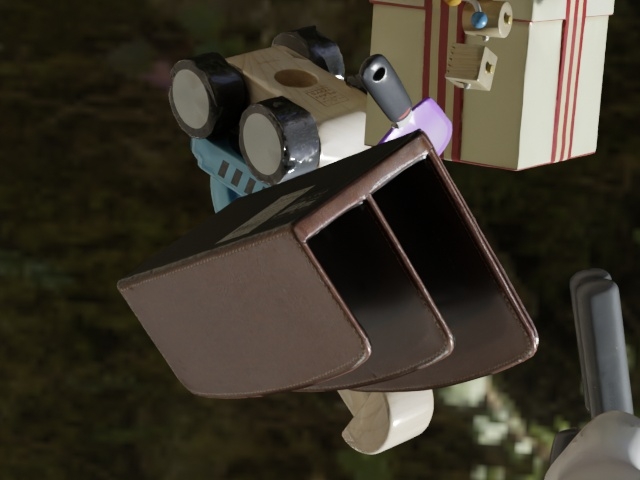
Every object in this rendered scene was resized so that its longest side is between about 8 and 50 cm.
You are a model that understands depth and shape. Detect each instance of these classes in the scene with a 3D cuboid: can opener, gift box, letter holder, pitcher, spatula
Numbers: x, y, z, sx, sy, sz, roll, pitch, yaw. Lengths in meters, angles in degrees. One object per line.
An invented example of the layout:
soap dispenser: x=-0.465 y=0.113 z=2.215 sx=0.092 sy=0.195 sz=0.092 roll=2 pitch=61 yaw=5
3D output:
can opener: x=0.286 y=0.175 z=2.138 sx=0.076 sy=0.095 sz=0.283 roll=-102 pitch=-178 yaw=-73
gift box: x=0.204 y=-0.231 z=2.393 sx=0.276 sy=0.255 sz=0.258 roll=-16 pitch=112 yaw=-61
letter holder: x=0.005 y=0.065 z=1.625 sx=0.152 sy=0.302 sz=0.214 roll=-36 pitch=100 yaw=-31
pitcher: x=0.223 y=0.257 z=1.671 sx=0.178 sy=0.125 sz=0.207 roll=-45 pitch=-166 yaw=18
spatula: x=0.074 y=-0.118 z=1.840 sx=0.084 sy=0.030 sz=0.296 roll=-45 pitch=164 yaw=-2

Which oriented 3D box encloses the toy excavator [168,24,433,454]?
toy excavator: x=0.000 y=0.000 z=2.584 sx=0.222 sy=0.433 sz=0.445 roll=-20 pitch=130 yaw=-36

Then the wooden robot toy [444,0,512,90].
wooden robot toy: x=0.102 y=-0.200 z=1.475 sx=0.076 sy=0.079 sz=0.173 roll=-8 pitch=103 yaw=-62
